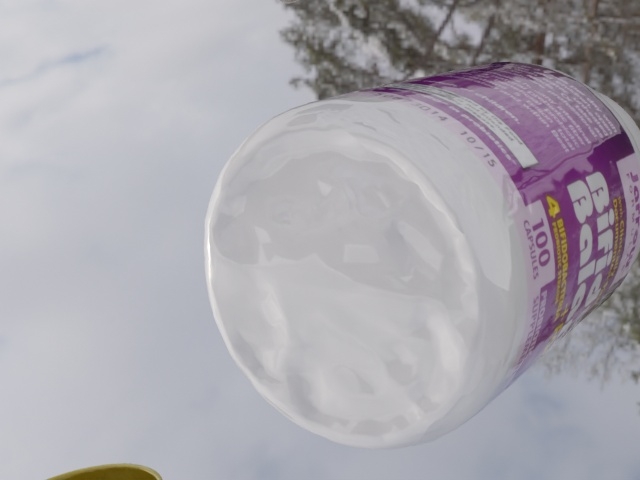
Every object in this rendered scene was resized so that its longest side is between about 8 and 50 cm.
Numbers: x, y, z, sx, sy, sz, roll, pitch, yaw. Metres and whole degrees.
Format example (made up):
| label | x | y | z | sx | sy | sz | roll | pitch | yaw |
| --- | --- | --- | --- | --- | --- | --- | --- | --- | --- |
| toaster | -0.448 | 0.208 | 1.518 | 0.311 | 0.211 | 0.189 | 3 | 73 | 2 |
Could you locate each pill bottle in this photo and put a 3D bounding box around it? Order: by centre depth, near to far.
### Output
| label | x | y | z | sx | sy | sz | roll | pitch | yaw |
| --- | --- | --- | --- | --- | --- | --- | --- | --- | --- |
| pill bottle | 0.087 | -0.013 | 0.575 | 0.169 | 0.169 | 0.302 | 19 | -157 | 28 |

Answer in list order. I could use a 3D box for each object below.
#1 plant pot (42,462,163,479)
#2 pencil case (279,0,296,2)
| label | x | y | z | sx | sy | sz | roll | pitch | yaw |
| --- | --- | --- | --- | --- | --- | --- | --- | --- | --- |
| plant pot | -0.157 | 0.221 | 0.667 | 0.134 | 0.095 | 0.134 | -13 | -169 | 3 |
| pencil case | -0.160 | -0.482 | 1.428 | 0.410 | 0.183 | 0.160 | 32 | -104 | 25 |
